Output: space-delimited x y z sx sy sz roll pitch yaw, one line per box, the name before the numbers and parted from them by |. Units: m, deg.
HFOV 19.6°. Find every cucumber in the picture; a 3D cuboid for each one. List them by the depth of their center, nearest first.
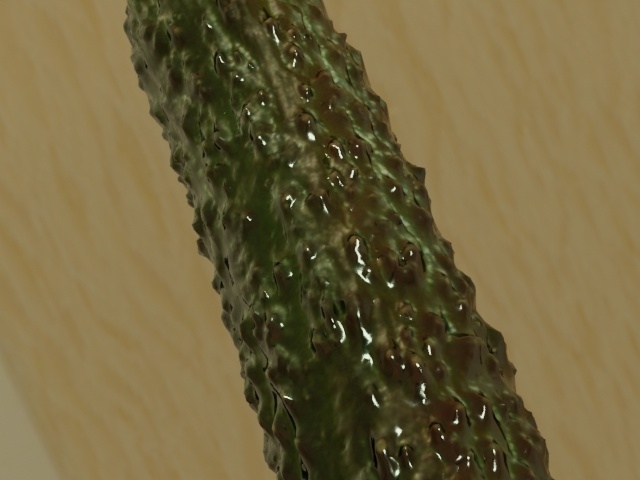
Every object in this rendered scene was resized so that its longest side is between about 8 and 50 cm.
cucumber | 0.000 0.000 0.672 0.096 0.096 0.359 -23 48 3
